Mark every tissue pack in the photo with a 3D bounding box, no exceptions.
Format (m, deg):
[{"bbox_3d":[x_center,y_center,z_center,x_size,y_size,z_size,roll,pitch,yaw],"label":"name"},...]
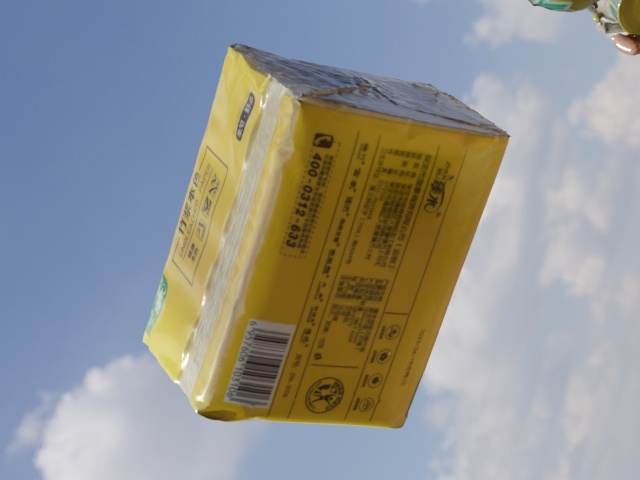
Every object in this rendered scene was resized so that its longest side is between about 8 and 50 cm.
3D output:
[{"bbox_3d":[0.000,0.000,1.432,0.293,0.228,0.382,7,-67,-28],"label":"tissue pack"}]

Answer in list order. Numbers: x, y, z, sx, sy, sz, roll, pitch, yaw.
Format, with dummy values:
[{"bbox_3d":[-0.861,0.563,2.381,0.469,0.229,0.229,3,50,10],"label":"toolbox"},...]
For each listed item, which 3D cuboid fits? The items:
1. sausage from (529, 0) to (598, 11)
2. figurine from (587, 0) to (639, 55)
[{"bbox_3d":[0.255,-0.299,0.956,0.317,0.125,0.117,-43,47,54],"label":"sausage"},{"bbox_3d":[0.462,-0.384,1.888,0.161,0.275,0.158,-42,-55,13],"label":"figurine"}]
